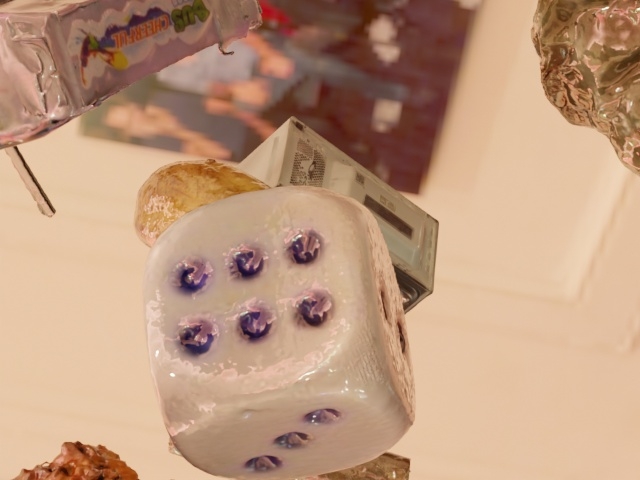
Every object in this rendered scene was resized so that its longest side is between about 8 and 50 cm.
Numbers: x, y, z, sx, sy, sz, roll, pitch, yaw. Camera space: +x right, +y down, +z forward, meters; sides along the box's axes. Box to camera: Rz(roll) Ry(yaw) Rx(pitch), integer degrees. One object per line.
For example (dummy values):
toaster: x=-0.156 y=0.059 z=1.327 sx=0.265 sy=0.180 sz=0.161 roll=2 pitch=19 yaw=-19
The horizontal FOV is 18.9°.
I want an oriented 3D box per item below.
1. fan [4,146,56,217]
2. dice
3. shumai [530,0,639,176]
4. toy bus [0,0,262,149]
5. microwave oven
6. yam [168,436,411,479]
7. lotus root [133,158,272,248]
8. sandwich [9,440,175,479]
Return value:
fan: x=-0.343 y=-0.162 z=1.739 sx=0.012 sy=0.223 sz=0.294 roll=-50 pitch=-25 yaw=-33
dice: x=-0.032 y=0.080 z=1.583 sx=0.192 sy=0.193 sz=0.194 roll=65 pitch=-163 yaw=-59
shumai: x=0.339 y=-0.125 z=1.420 sx=0.304 sy=0.309 sz=0.263 roll=25 pitch=-149 yaw=-55
toy bus: x=-0.164 y=-0.161 z=1.471 sx=0.317 sy=0.138 sz=0.112 roll=-38 pitch=-64 yaw=-56
microwave oven: x=0.000 y=0.000 z=1.995 sx=0.162 sy=0.208 sz=0.122 roll=-40 pitch=26 yaw=35
yam: x=-0.028 y=0.217 z=1.933 sx=0.061 sy=0.253 sz=0.061 roll=12 pitch=-90 yaw=-78
lotus root: x=-0.095 y=-0.019 z=1.802 sx=0.258 sy=0.097 sz=0.110 roll=20 pitch=66 yaw=49
sandwich: x=-0.185 y=0.318 z=1.753 sx=0.162 sy=0.250 sz=0.301 roll=46 pitch=-166 yaw=-55
